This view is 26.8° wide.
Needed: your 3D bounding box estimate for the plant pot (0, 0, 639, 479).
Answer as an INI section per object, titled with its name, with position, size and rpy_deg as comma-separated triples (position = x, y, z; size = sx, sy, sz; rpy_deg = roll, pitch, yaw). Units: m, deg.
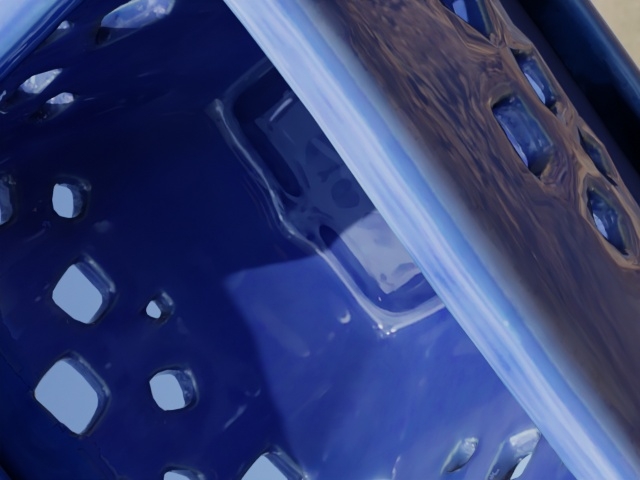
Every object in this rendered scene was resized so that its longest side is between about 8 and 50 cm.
[plant pot]
position = 0.000, 0.000, 0.466
size = 0.236, 0.236, 0.212
rpy_deg = 53, -142, -5
